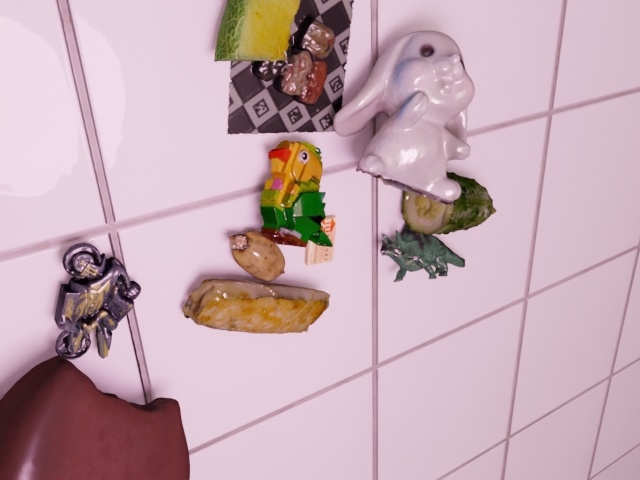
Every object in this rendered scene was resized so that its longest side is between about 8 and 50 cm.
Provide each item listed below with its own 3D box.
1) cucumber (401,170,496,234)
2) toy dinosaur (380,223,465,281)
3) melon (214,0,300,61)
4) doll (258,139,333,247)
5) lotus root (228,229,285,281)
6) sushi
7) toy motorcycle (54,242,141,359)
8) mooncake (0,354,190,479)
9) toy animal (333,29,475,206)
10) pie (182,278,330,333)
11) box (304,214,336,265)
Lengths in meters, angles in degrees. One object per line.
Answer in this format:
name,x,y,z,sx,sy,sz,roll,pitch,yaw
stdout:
cucumber,0.286,-0.072,1.243,0.244,0.134,0.134,3,110,-43
toy dinosaur,0.232,0.045,1.275,0.291,0.079,0.120,22,62,-36
melon,-0.064,-0.364,0.883,0.113,0.053,0.262,25,87,-26
doll,-0.040,-0.075,1.024,0.134,0.106,0.187,-7,99,-41
lotus root,-0.108,0.026,1.053,0.072,0.063,0.152,-47,134,5
sushi,-0.034,-0.281,0.968,0.219,0.047,0.232,-8,116,-32
toy motorcycle,-0.338,0.094,0.927,0.124,0.061,0.194,0,110,-37
mooncake,-0.363,0.337,0.912,0.325,0.174,0.334,-7,83,-55
toy animal,0.171,-0.209,1.070,0.249,0.174,0.289,39,88,-29
pie,-0.101,0.124,1.086,0.282,0.068,0.129,10,129,-41
box,0.000,0.000,1.146,0.058,0.015,0.093,-9,117,-30
